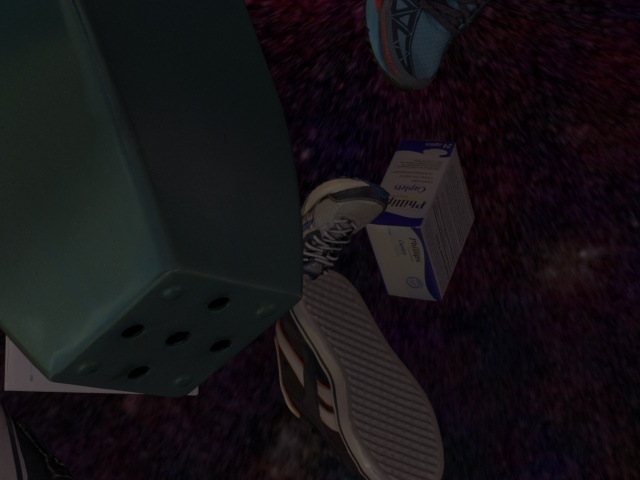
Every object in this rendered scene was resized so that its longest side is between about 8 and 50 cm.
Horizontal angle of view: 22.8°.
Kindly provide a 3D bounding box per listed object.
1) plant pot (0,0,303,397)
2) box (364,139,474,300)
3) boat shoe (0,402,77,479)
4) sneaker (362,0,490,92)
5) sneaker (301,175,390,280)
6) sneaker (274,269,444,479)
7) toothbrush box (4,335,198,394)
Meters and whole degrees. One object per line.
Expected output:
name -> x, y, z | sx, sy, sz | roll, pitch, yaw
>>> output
plant pot -> -0.118, -0.040, 0.884 | 0.165, 0.165, 0.234 | -40, 58, 27
box -> 0.114, -0.024, 1.809 | 0.072, 0.137, 0.126 | 5, 139, 24
boat shoe -> -0.099, 0.126, 0.635 | 0.083, 0.183, 0.065 | 8, 114, -26
sneaker -> 0.131, -0.270, 1.555 | 0.104, 0.125, 0.262 | 22, 85, -43
sneaker -> 0.000, 0.000, 1.172 | 0.052, 0.058, 0.135 | 26, 140, -36
sneaker -> 0.042, 0.195, 1.921 | 0.126, 0.321, 0.127 | -6, 144, -30
toothbrush box -> -0.250, 0.080, 1.858 | 0.216, 0.295, 0.126 | 3, 103, -6
